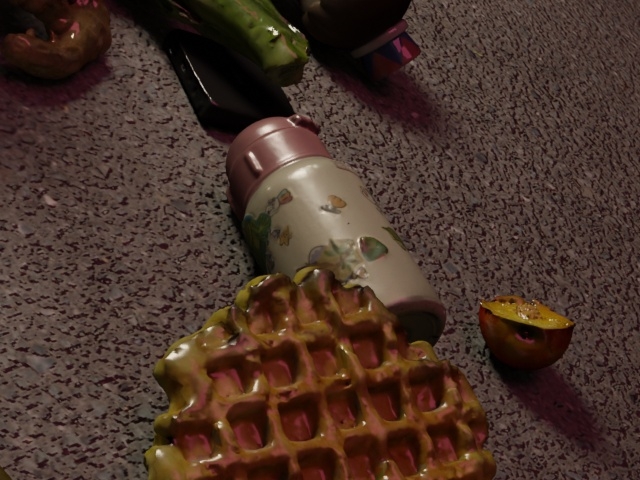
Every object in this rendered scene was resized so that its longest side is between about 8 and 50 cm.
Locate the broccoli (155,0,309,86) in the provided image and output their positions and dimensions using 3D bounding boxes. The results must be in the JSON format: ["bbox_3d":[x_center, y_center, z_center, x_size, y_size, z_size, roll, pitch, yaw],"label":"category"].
[{"bbox_3d":[-0.118,-0.264,1.565,0.304,0.145,0.165,47,31,16],"label":"broccoli"}]

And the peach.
[{"bbox_3d":[0.190,0.089,1.504,0.098,0.061,0.098,13,10,-2],"label":"peach"}]

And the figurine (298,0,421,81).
[{"bbox_3d":[0.003,-0.294,1.747,0.275,0.161,0.158,36,71,2],"label":"figurine"}]

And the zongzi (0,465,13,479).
[{"bbox_3d":[-0.286,0.154,0.868,0.289,0.123,0.260,50,37,12],"label":"zongzi"}]

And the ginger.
[{"bbox_3d":[-0.235,-0.272,1.435,0.149,0.065,0.259,3,87,-69],"label":"ginger"}]

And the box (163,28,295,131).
[{"bbox_3d":[-0.087,-0.152,1.573,0.125,0.027,0.126,12,38,-41],"label":"box"}]

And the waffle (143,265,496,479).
[{"bbox_3d":[0.010,0.161,1.162,0.281,0.058,0.301,50,47,2],"label":"waffle"}]

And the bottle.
[{"bbox_3d":[0.000,0.000,1.370,0.120,0.120,0.253,5,42,-43],"label":"bottle"}]
